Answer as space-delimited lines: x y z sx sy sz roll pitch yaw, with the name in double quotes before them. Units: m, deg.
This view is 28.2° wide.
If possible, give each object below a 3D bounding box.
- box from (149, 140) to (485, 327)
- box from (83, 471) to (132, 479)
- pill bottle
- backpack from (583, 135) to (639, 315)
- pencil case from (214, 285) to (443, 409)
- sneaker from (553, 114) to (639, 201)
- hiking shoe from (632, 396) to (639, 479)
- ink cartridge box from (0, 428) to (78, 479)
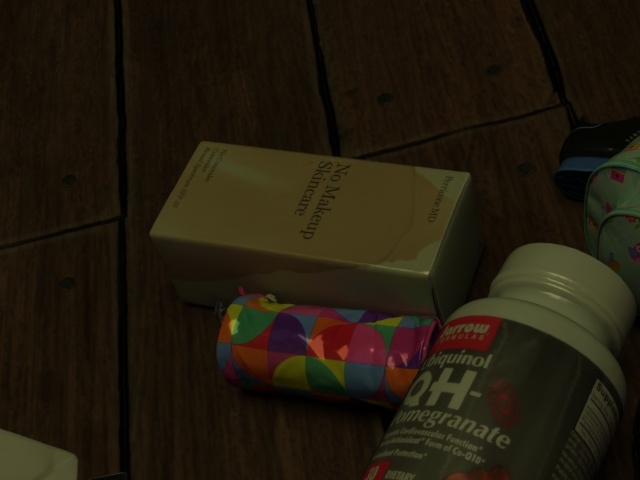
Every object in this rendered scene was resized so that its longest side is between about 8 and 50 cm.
"box" 0.000 0.000 1.320 0.311 0.121 0.148 7 52 23
"box" -0.182 0.310 1.091 0.093 0.156 0.158 -14 48 5
"pill bottle" 0.157 0.162 1.097 0.176 0.176 0.318 15 57 28
"backpack" 0.334 -0.007 1.192 0.144 0.166 0.188 -33 46 -24
"pencil case" 0.011 0.106 1.240 0.236 0.104 0.104 8 54 23
"sneaker" 0.359 -0.083 1.305 0.232 0.081 0.090 10 60 25
"hiking shoe" 0.343 0.218 1.068 0.114 0.086 0.227 -11 53 -10
"ink cartridge box" -0.337 0.323 1.031 0.353 0.119 0.207 -43 38 33
